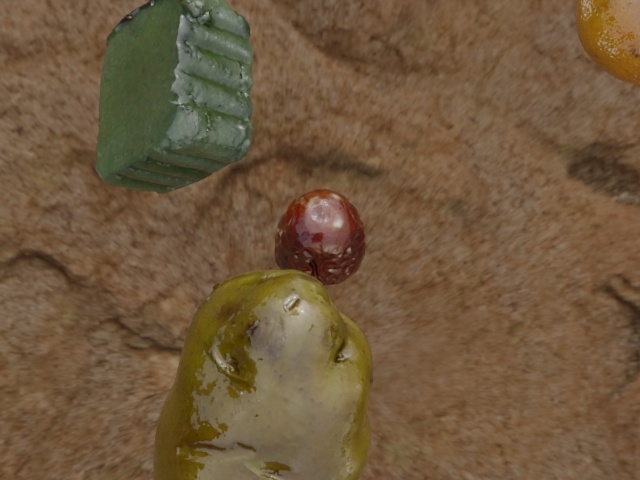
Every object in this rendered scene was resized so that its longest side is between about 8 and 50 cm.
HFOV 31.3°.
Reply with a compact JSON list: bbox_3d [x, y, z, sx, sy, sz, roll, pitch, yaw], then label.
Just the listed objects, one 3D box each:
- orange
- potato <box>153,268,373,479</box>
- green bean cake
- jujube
[{"bbox_3d":[0.495,-0.343,1.759,0.224,0.170,0.224,20,54,-30],"label":"orange"},{"bbox_3d":[-0.061,0.203,1.100,0.195,0.176,0.369,15,101,-9],"label":"potato"},{"bbox_3d":[-0.182,-0.188,1.420,0.125,0.222,0.227,8,71,-39],"label":"green bean cake"},{"bbox_3d":[0.000,0.000,1.434,0.112,0.176,0.109,-29,77,-13],"label":"jujube"}]
